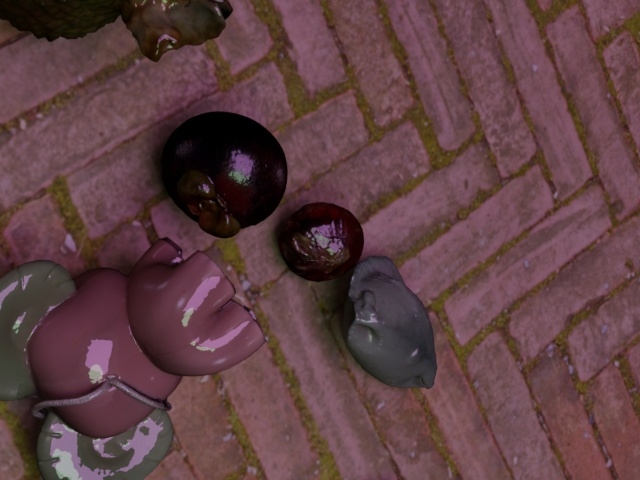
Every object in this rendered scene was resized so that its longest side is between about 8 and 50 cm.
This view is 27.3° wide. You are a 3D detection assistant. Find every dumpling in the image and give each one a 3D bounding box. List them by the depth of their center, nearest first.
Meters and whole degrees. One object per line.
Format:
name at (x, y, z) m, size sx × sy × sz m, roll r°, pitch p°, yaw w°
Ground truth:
dumpling at (0.099, 0.102, 1.672) m, size 0.149 × 0.105 × 0.216 m, roll -58°, pitch 134°, yaw -21°

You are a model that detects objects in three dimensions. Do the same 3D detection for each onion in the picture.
onion at (0.000, 0.000, 1.629) m, size 0.107 × 0.097 × 0.107 m, roll -5°, pitch 130°, yaw -6°

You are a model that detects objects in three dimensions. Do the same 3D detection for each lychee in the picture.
lychee at (-0.254, -0.332, 1.368) m, size 0.270 × 0.270 × 0.319 m, roll -34°, pitch 115°, yaw -27°

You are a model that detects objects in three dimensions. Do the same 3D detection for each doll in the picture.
doll at (-0.226, 0.126, 1.415) m, size 0.268 × 0.216 × 0.284 m, roll -41°, pitch 113°, yaw -18°

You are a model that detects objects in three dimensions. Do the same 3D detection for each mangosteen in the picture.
mangosteen at (-0.113, -0.072, 1.519) m, size 0.153 × 0.152 × 0.152 m, roll 0°, pitch 90°, yaw -32°
